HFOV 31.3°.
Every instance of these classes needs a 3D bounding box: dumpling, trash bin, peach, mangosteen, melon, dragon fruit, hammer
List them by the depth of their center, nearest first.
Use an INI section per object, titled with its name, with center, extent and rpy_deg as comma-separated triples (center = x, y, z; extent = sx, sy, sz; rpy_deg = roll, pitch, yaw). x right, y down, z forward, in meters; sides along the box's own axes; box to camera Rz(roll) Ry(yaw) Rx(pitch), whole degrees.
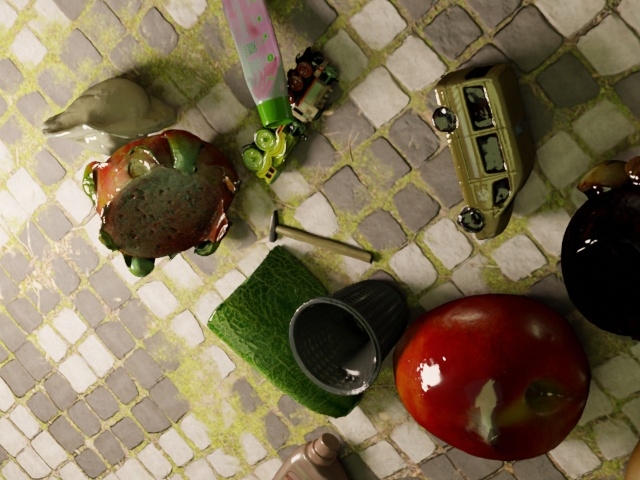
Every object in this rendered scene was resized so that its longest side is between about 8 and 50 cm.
[mangosteen]
center = 0.457, -0.002, 1.557
extent = 0.288, 0.233, 0.287
rpy_deg = 34, 140, 35
[peach]
center = 0.263, 0.215, 1.830
extent = 0.338, 0.281, 0.281
rpy_deg = 13, 128, 65
[trash bin]
center = 0.062, 0.144, 1.901
extent = 0.175, 0.161, 0.175
rpy_deg = 15, 120, 28
[hammer]
center = 0.000, 0.000, 1.957
extent = 0.199, 0.013, 0.062
rpy_deg = 17, 122, 21
[dumpling]
center = -0.382, -0.206, 1.963
extent = 0.252, 0.179, 0.131
rpy_deg = 9, 118, 25
[dragon fruit]
center = -0.270, -0.072, 1.967
extent = 0.268, 0.130, 0.295
rpy_deg = 19, 123, -31
[melon]
center = -0.034, 0.187, 2.012
extent = 0.323, 0.196, 0.124
rpy_deg = 46, 163, -8

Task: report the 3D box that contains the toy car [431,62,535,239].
[toy car]
center = 0.253, -0.130, 1.690
extent = 0.124, 0.101, 0.256
rpy_deg = -8, 109, 29

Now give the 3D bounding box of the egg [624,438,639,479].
[egg]
center = 0.612, 0.353, 1.621
extent = 0.351, 0.282, 0.282
rpy_deg = -15, 106, 30

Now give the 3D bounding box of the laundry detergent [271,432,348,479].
[laundry detergent]
center = -0.002, 0.475, 2.171
extent = 0.171, 0.076, 0.237
rpy_deg = 38, 125, 6

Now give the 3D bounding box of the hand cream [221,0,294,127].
[hand cream]
center = -0.105, -0.314, 1.802
extent = 0.079, 0.050, 0.275
rpy_deg = -17, 86, 10

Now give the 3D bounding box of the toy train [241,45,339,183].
[toy train]
center = -0.048, -0.203, 1.856
extent = 0.085, 0.053, 0.249
rpy_deg = 35, 126, 1
